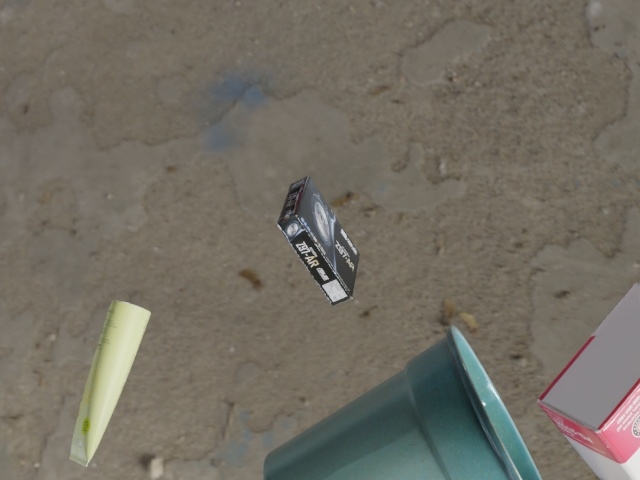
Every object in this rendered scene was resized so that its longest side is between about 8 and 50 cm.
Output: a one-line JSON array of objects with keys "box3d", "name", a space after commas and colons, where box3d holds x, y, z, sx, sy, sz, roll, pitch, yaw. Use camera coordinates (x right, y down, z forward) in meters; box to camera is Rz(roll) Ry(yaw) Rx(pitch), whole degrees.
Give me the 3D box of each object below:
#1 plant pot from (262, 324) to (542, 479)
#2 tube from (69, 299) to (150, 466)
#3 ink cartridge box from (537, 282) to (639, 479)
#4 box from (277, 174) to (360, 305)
[{"box3d": [0.120, 0.344, 1.539, 0.334, 0.341, 0.341, -27, 66, 9], "name": "plant pot"}, {"box3d": [-0.313, 0.207, 1.575, 0.062, 0.070, 0.240, 14, 79, 16], "name": "tube"}, {"box3d": [0.363, 0.191, 1.133, 0.172, 0.237, 0.100, -47, 29, -12], "name": "ink cartridge box"}, {"box3d": [0.000, 0.000, 0.843, 0.018, 0.083, 0.067, -24, 23, 21], "name": "box"}]
